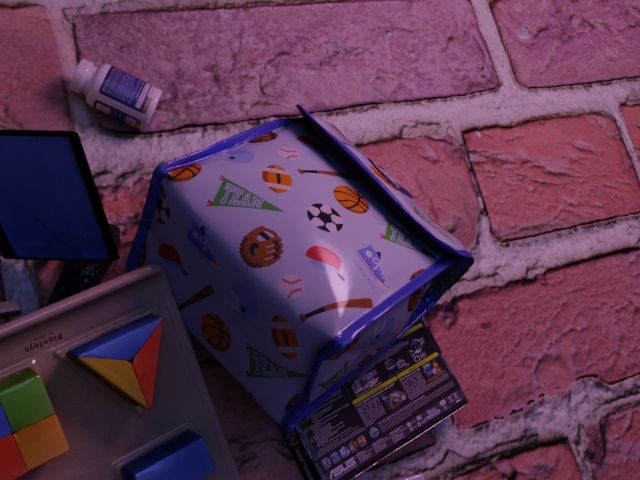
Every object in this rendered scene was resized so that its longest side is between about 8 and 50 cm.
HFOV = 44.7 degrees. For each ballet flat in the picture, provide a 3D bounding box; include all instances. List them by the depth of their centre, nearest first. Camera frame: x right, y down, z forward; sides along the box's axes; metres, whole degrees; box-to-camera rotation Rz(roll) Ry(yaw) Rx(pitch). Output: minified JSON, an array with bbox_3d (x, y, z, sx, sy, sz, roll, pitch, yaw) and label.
[{"bbox_3d":[-0.316,0.049,1.041,0.057,0.049,0.173,15,58,12],"label":"ballet flat"}]

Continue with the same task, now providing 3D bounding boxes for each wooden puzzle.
[{"bbox_3d":[-0.259,0.239,0.888,0.322,0.080,0.348,-25,106,-32],"label":"wooden puzzle"}]

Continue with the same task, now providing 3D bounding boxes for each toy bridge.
[{"bbox_3d":[-0.393,0.170,0.965,0.063,0.026,0.188,-8,75,-23],"label":"toy bridge"}]

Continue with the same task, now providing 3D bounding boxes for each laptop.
[{"bbox_3d":[-0.394,0.004,0.887,0.136,0.234,0.264,31,58,23],"label":"laptop"}]

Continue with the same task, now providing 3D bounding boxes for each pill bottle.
[{"bbox_3d":[-0.296,-0.213,1.122,0.120,0.067,0.067,25,64,-14],"label":"pill bottle"}]

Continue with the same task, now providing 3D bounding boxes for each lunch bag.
[{"bbox_3d":[0.000,0.000,1.048,0.328,0.239,0.385,45,42,16],"label":"lunch bag"}]

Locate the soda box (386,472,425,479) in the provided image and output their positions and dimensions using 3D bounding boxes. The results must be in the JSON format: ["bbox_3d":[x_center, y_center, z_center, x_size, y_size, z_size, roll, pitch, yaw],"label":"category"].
[{"bbox_3d":[0.048,0.383,1.056,0.216,0.069,0.074,-10,76,-27],"label":"soda box"}]

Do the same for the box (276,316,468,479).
[{"bbox_3d":[0.057,0.205,1.130,0.270,0.060,0.216,-24,82,-29],"label":"box"}]
